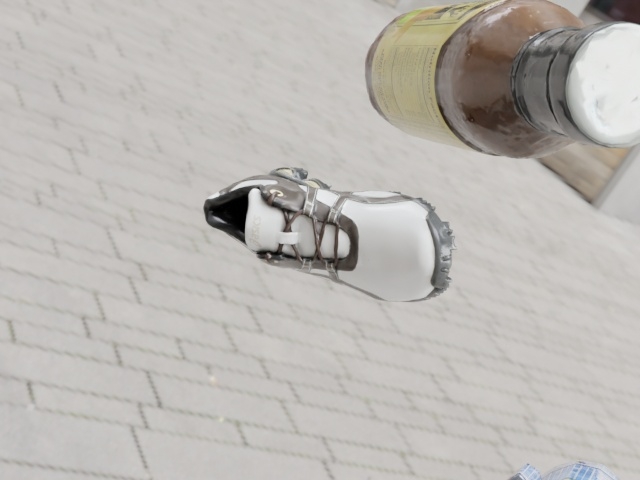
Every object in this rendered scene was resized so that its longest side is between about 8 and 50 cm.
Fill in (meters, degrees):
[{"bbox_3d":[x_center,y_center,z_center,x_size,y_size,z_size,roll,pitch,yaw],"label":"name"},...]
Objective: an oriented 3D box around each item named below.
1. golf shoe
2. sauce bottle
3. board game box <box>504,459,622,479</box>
[{"bbox_3d":[0.000,0.000,0.718,0.094,0.077,0.198,-7,15,-41],"label":"golf shoe"},{"bbox_3d":[0.127,-0.113,0.747,0.111,0.111,0.344,25,3,-19],"label":"sauce bottle"},{"bbox_3d":[0.080,0.192,0.592,0.060,0.194,0.194,45,14,13],"label":"board game box"}]
